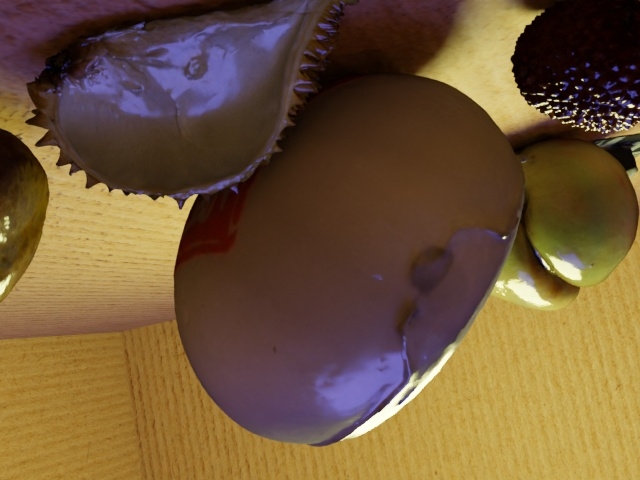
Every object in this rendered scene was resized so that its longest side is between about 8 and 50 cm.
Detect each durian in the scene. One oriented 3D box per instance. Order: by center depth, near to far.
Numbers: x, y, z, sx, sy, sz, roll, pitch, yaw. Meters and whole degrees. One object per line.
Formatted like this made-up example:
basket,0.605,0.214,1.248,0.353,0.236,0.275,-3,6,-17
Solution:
durian,-0.092,-0.121,0.593,0.252,0.144,0.139,-5,134,3

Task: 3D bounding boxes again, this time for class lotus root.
lotus root,-0.324,-0.040,0.649,0.188,0.199,0.180,24,-137,24

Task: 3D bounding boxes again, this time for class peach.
peach,0.346,-0.029,1.203,0.292,0.247,0.292,-22,156,-10

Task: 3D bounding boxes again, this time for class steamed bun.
steamed bun,0.000,0.000,0.737,0.241,0.374,0.374,32,162,-8

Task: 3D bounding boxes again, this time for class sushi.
sushi,0.473,-0.089,1.430,0.296,0.100,0.373,-9,172,-12

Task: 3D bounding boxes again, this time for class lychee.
lychee,0.229,-0.152,0.658,0.129,0.123,0.123,17,-178,21
